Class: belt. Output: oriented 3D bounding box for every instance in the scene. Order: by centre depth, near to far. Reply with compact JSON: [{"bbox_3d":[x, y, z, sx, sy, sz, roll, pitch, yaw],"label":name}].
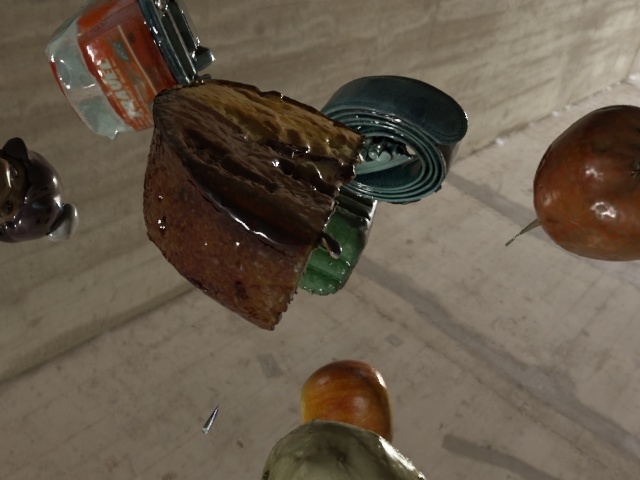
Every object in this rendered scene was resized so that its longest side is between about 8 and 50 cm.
[{"bbox_3d":[0.114,-0.163,1.029,0.267,0.206,0.116,3,-131,40],"label":"belt"}]

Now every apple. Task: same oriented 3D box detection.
[{"bbox_3d":[0.068,0.449,1.673,0.233,0.286,0.286,-6,-145,0],"label":"apple"}]

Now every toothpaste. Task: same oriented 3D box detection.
[{"bbox_3d":[-0.222,0.366,1.311,0.015,0.024,0.083,10,-164,7],"label":"toothpaste"}]

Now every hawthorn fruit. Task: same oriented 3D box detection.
[{"bbox_3d":[0.273,-0.054,0.627,0.149,0.149,0.189,-2,-176,-17],"label":"hawthorn fruit"}]

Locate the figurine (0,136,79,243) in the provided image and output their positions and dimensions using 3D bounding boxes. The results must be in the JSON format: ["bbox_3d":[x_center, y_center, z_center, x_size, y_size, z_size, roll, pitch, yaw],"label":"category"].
[{"bbox_3d":[-0.689,-0.122,1.344,0.206,0.365,0.218,-15,-106,5],"label":"figurine"}]

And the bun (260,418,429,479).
[{"bbox_3d":[0.043,0.454,1.034,0.326,0.362,0.234,31,-123,5],"label":"bun"}]

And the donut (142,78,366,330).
[{"bbox_3d":[-0.045,-0.035,0.417,0.141,0.085,0.217,28,-154,2],"label":"donut"}]

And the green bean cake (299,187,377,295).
[{"bbox_3d":[0.000,0.000,1.410,0.169,0.300,0.308,24,-147,-3],"label":"green bean cake"}]

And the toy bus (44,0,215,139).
[{"bbox_3d":[-0.172,-0.181,0.601,0.120,0.121,0.265,-22,-150,1],"label":"toy bus"}]
